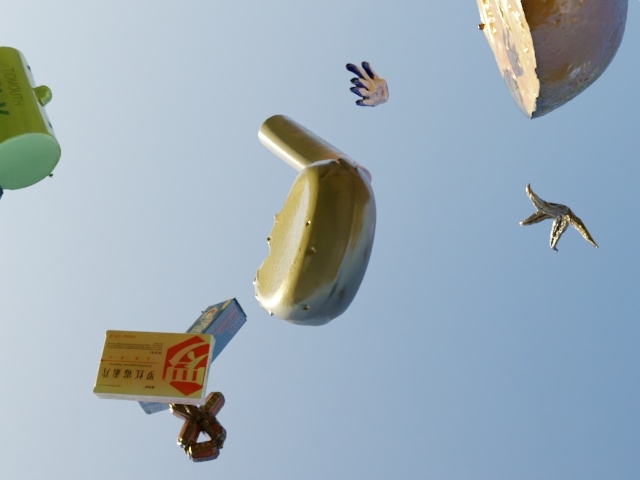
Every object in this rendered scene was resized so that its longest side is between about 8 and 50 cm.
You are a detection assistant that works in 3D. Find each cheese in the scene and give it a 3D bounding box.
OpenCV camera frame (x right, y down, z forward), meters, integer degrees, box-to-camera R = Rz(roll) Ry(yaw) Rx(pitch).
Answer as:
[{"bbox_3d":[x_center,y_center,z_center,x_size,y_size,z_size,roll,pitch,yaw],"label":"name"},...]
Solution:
[{"bbox_3d":[0.000,0.000,1.334,0.203,0.091,0.175,-69,-157,7],"label":"cheese"}]

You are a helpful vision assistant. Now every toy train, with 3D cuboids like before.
[{"bbox_3d":[-0.378,-0.134,1.291,0.157,0.105,0.253,-28,-137,-4],"label":"toy train"}]

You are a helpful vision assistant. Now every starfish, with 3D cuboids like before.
[{"bbox_3d":[0.362,-0.028,1.679,0.130,0.133,0.041,26,-111,22],"label":"starfish"}]

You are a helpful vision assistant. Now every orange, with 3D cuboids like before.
[{"bbox_3d":[0.256,-0.288,1.393,0.274,0.274,0.310,-60,-171,-30],"label":"orange"}]

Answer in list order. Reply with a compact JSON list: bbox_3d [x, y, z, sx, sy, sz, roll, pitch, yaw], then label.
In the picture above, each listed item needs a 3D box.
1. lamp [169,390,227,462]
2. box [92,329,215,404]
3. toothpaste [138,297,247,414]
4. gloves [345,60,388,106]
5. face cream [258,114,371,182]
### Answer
[{"bbox_3d":[-0.130,0.199,1.198,0.063,0.031,0.083,-8,-128,-3],"label":"lamp"},{"bbox_3d":[-0.136,0.104,0.925,0.093,0.015,0.058,1,-118,10],"label":"box"},{"bbox_3d":[-0.213,0.187,1.867,0.066,0.053,0.272,-20,-163,32],"label":"toothpaste"},{"bbox_3d":[0.061,-0.213,1.540,0.026,0.086,0.064,-12,-94,35],"label":"gloves"},{"bbox_3d":[-0.012,-0.125,1.674,0.084,0.057,0.198,-3,-150,-39],"label":"face cream"}]
